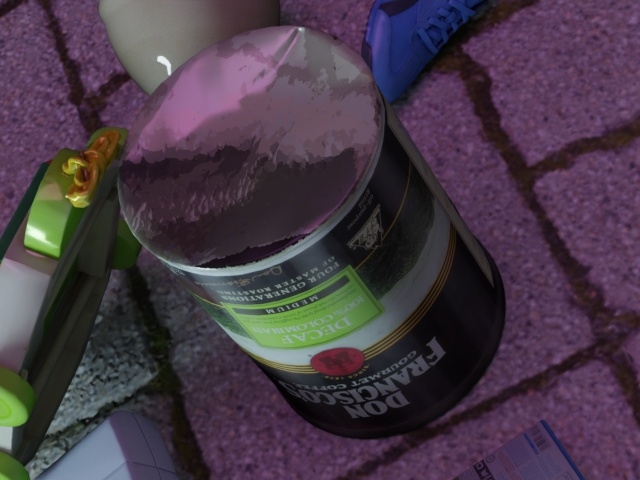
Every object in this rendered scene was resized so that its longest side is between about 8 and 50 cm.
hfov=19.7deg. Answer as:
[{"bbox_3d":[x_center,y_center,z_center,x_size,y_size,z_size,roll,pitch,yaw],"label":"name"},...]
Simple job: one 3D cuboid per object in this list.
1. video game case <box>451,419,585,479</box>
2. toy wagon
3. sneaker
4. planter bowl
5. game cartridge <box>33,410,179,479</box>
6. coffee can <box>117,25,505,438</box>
[{"bbox_3d":[0.111,0.203,1.323,0.166,0.015,0.119,-34,22,3],"label":"video game case"},{"bbox_3d":[-0.206,0.031,1.419,0.068,0.344,0.267,19,52,3],"label":"toy wagon"},{"bbox_3d":[0.101,-0.206,1.588,0.082,0.069,0.209,14,67,28],"label":"sneaker"},{"bbox_3d":[-0.105,-0.172,1.626,0.162,0.162,0.109,-17,81,15],"label":"planter bowl"},{"bbox_3d":[-0.165,0.285,1.367,0.198,0.062,0.297,-44,44,35],"label":"game cartridge"},{"bbox_3d":[0.000,0.000,1.373,0.201,0.275,0.201,-13,55,19],"label":"coffee can"}]
